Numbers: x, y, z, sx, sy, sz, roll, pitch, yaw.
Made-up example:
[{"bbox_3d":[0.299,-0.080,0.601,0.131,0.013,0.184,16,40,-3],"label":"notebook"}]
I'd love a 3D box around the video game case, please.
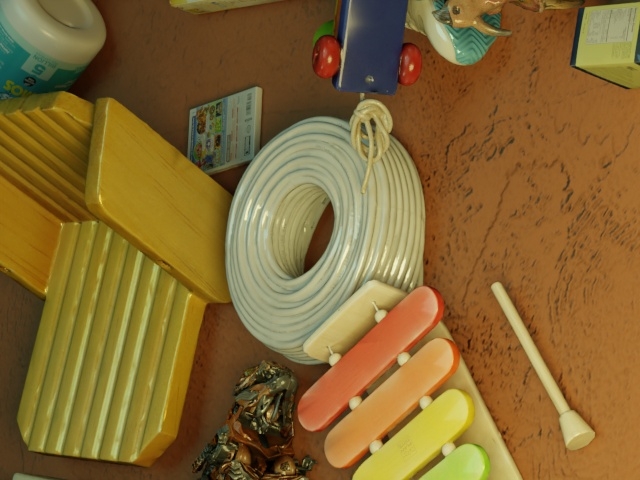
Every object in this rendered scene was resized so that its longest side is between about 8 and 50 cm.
[{"bbox_3d":[-0.111,-0.123,2.111,0.122,0.011,0.087,-14,69,46],"label":"video game case"}]

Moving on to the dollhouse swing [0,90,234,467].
[{"bbox_3d":[-0.306,0.050,2.084,0.347,0.315,0.305,-1,58,48],"label":"dollhouse swing"}]

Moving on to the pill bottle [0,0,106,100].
[{"bbox_3d":[-0.403,-0.215,2.369,0.264,0.146,0.146,-46,48,30],"label":"pill bottle"}]

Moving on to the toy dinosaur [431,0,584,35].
[{"bbox_3d":[0.233,-0.318,1.706,0.295,0.127,0.200,-32,62,24],"label":"toy dinosaur"}]

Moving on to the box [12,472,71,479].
[{"bbox_3d":[-0.247,0.333,2.058,0.275,0.094,0.113,-1,77,49],"label":"box"}]

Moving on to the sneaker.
[{"bbox_3d":[0.110,-0.245,1.852,0.092,0.087,0.229,-58,37,33],"label":"sneaker"}]

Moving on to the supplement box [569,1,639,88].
[{"bbox_3d":[0.282,-0.172,1.623,0.083,0.083,0.056,2,81,50],"label":"supplement box"}]

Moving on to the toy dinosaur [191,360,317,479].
[{"bbox_3d":[-0.079,0.292,1.878,0.218,0.164,0.322,-154,63,-64],"label":"toy dinosaur"}]

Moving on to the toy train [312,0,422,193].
[{"bbox_3d":[0.030,-0.181,1.815,0.143,0.105,0.248,-143,58,-69],"label":"toy train"}]

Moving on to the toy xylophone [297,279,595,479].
[{"bbox_3d":[0.113,0.170,1.696,0.236,0.081,0.323,-52,51,25],"label":"toy xylophone"}]

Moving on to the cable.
[{"bbox_3d":[0.000,0.000,1.886,0.257,0.089,0.257,-10,71,47],"label":"cable"}]

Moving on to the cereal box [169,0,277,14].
[{"bbox_3d":[-0.075,-0.358,2.116,0.240,0.047,0.173,1,78,48],"label":"cereal box"}]
